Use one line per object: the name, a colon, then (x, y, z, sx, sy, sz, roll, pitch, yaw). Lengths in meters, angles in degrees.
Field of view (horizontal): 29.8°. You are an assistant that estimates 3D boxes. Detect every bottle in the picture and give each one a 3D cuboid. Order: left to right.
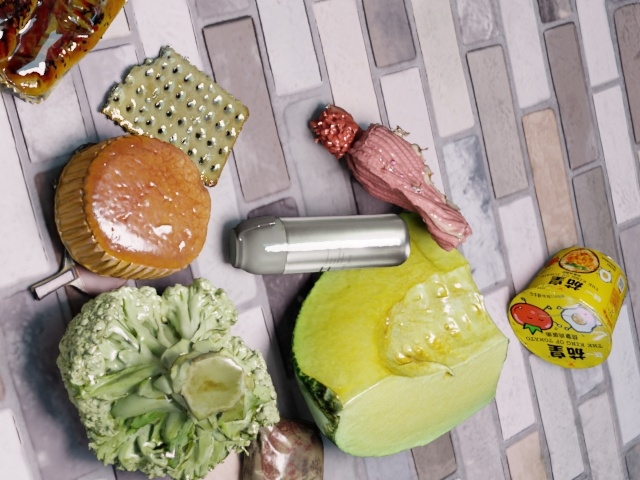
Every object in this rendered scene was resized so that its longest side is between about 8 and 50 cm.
bottle: (0.000, 0.000, 1.690, 0.254, 0.079, 0.096, -3, 135, -15)

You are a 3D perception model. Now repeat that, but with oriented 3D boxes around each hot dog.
hot dog: (-0.333, -0.288, 1.472, 0.162, 0.082, 0.270, 49, 61, -30)

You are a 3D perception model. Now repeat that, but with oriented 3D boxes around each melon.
melon: (0.100, 0.155, 1.737, 0.344, 0.226, 0.331, -22, 100, -28)

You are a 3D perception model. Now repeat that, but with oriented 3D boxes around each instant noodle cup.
instant noodle cup: (0.430, 0.104, 2.032, 0.182, 0.182, 0.144, 57, 49, -24)

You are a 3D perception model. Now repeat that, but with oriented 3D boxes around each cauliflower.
cauliflower: (-0.171, 0.180, 1.495, 0.275, 0.250, 0.272, -17, 99, -33)

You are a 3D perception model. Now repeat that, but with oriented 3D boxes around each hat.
hat: (0.113, -0.105, 1.765, 0.286, 0.237, 0.107, 38, 97, -1)

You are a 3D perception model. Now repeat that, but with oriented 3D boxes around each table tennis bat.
table tennis bat: (-0.301, 0.033, 1.540, 0.158, 0.014, 0.095, -32, 110, -36)

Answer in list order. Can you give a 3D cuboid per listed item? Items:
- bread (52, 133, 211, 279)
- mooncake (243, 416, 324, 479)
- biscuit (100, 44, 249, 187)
bread: (-0.233, -0.042, 1.528, 0.199, 0.104, 0.199, 8, 77, -40)
mooncake: (-0.047, 0.313, 1.707, 0.130, 0.073, 0.125, 4, 86, -40)
biscuit: (-0.189, -0.176, 1.628, 0.203, 0.016, 0.144, 37, 68, -33)
